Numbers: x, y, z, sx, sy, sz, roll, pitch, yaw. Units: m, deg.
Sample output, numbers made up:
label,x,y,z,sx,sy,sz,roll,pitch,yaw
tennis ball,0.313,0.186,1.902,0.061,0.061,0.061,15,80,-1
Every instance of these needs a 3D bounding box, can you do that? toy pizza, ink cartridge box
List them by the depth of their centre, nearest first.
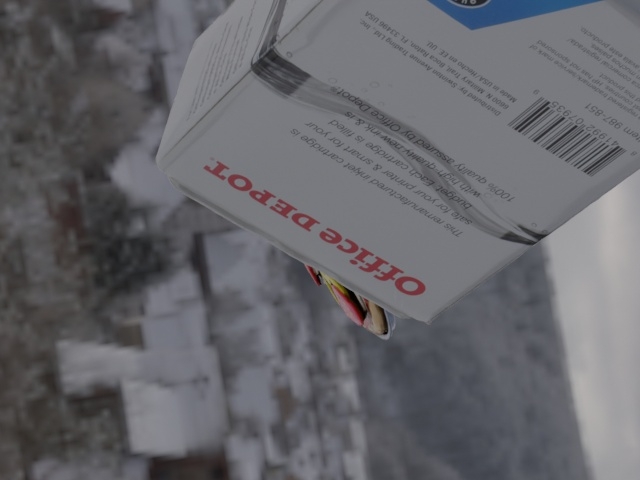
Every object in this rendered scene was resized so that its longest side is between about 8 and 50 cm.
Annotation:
label,x,y,z,sx,sy,sz,roll,pitch,yaw
ink cartridge box,0.076,-0.109,1.155,0.307,0.223,0.129,-40,-152,42
toy pizza,0.000,0.000,1.565,0.201,0.032,0.201,58,-9,15
